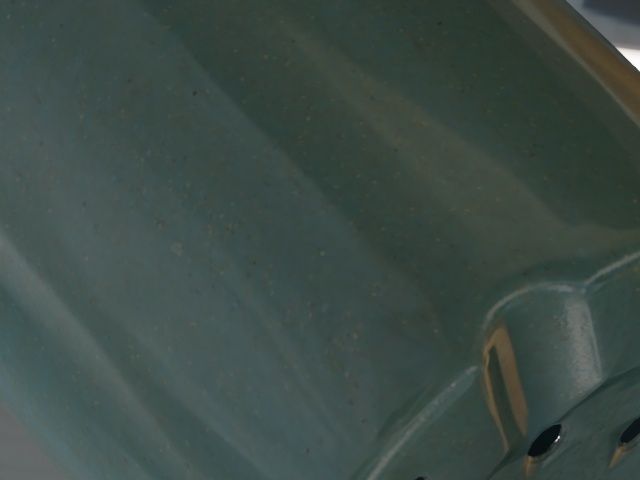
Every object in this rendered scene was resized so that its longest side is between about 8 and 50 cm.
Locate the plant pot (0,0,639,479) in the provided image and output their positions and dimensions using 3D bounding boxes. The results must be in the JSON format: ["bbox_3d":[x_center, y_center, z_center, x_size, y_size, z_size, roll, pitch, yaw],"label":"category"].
[{"bbox_3d":[0.000,0.000,0.668,0.341,0.341,0.334,7,-150,-47],"label":"plant pot"}]
